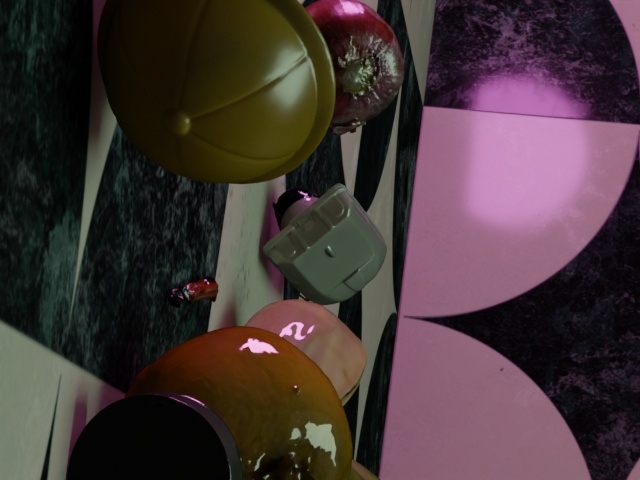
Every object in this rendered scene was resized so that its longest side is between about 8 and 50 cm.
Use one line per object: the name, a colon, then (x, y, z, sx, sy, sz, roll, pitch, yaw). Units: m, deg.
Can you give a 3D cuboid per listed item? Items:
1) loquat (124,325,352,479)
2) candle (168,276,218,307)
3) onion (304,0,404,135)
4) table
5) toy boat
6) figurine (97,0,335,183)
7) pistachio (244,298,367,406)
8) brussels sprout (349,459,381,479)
loquat: (-0.074, 0.177, 1.442, 0.208, 0.208, 0.208, 6, 90, -81)
candle: (-0.123, 0.050, 1.647, 0.026, 0.021, 0.167, -64, 173, 4)
onion: (0.013, -0.225, 2.024, 0.195, 0.159, 0.160, -129, -144, -58)
table: (-0.130, 0.186, 1.313, 0.043, 0.133, 0.134, 23, 73, -80)
toy boat: (0.003, 0.003, 2.139, 0.269, 0.140, 0.141, 49, 47, -78)
figurine: (-0.086, -0.140, 1.295, 0.167, 0.192, 0.257, -46, -163, 8)
pistachio: (-0.040, 0.162, 1.849, 0.229, 0.157, 0.157, -53, 150, -51)
brussels sprout: (0.003, 0.371, 2.059, 0.271, 0.210, 0.219, 64, -20, -6)
